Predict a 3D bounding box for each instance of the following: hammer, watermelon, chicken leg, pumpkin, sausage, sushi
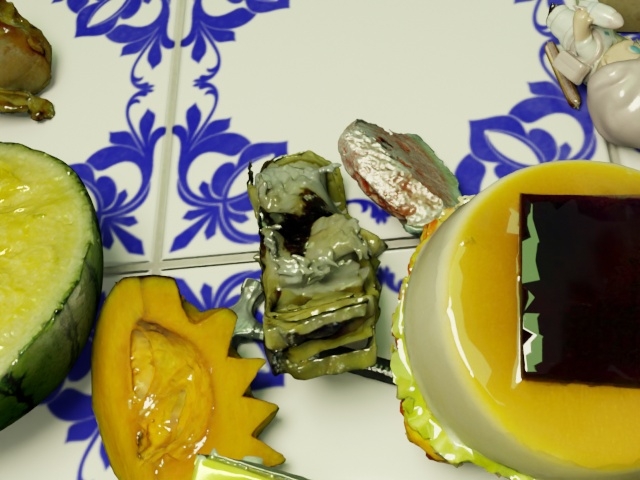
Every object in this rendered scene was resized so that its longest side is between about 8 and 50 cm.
[{"bbox_3d":[0.015,0.117,0.782,0.246,0.029,0.103,17,66,18],"label":"hammer"},{"bbox_3d":[0.068,-0.068,0.811,0.071,0.139,0.187,-48,24,20],"label":"watermelon"},{"bbox_3d":[-0.518,-0.223,1.010,0.360,0.140,0.212,-8,69,3],"label":"chicken leg"},{"bbox_3d":[-0.129,0.157,0.758,0.130,0.149,0.254,-6,87,-35],"label":"pumpkin"},{"bbox_3d":[0.269,-0.185,0.898,0.015,0.015,0.100,-15,60,4],"label":"sausage"},{"bbox_3d":[-0.357,0.068,0.797,0.330,0.189,0.331,-2,50,2],"label":"watermelon"},{"bbox_3d":[0.001,0.006,0.767,0.139,0.131,0.291,-10,31,-1],"label":"sushi"}]

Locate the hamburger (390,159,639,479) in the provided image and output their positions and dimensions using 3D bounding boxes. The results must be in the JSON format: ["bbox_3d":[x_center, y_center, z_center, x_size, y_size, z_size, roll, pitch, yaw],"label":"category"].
[{"bbox_3d":[0.206,0.072,0.679,0.294,0.179,0.276,0,71,4],"label":"hamburger"}]

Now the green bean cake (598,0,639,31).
[{"bbox_3d":[0.370,-0.326,0.914,0.109,0.085,0.179,7,65,16],"label":"green bean cake"}]

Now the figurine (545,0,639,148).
[{"bbox_3d":[0.311,-0.164,0.825,0.112,0.137,0.229,-48,54,21],"label":"figurine"}]

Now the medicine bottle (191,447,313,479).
[{"bbox_3d":[-0.050,0.298,0.608,0.141,0.137,0.250,14,75,7],"label":"medicine bottle"}]
